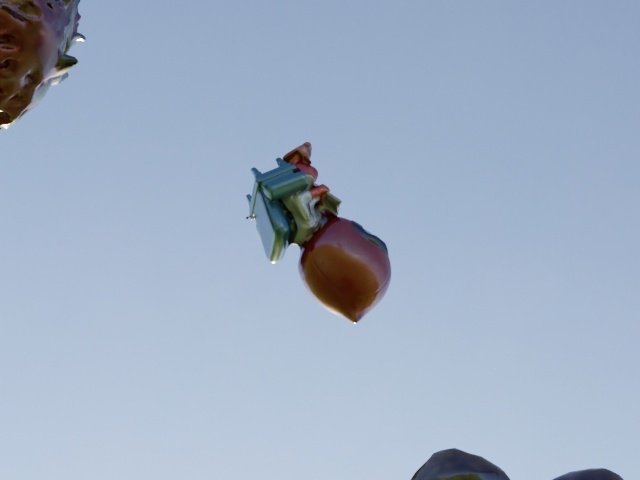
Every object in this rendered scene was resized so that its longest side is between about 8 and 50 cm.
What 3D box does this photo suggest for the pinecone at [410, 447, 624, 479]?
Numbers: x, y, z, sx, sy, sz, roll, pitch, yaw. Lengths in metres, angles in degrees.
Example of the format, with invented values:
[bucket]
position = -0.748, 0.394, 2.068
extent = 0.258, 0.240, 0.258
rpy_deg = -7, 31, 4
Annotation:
[pinecone]
position = 0.045, 0.217, 0.486
extent = 0.264, 0.264, 0.264
rpy_deg = 7, -47, 7

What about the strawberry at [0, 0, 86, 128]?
[strawberry]
position = -0.286, -0.179, 1.078
extent = 0.202, 0.186, 0.184
rpy_deg = 18, -36, -9

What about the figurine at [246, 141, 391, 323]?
[figurine]
position = 0.000, 0.000, 1.011
extent = 0.140, 0.075, 0.068
rpy_deg = 54, -28, 18
